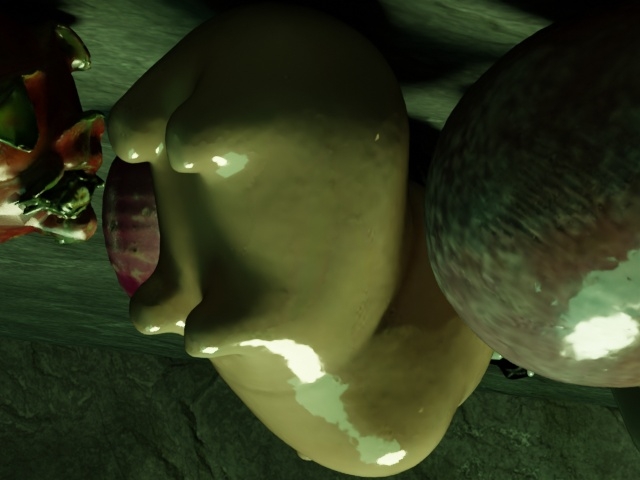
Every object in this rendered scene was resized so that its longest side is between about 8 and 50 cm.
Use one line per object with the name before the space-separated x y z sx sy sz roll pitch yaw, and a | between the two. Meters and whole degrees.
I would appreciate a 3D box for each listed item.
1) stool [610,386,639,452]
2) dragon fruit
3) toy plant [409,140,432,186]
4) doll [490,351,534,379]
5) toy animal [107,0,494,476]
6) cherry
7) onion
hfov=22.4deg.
stool | 0.393 0.115 1.560 0.232 0.232 0.141 1 168 36
dragon fruit | -0.271 -0.089 1.070 0.200 0.198 0.269 27 177 42
toy plant | 0.010 -0.007 1.282 0.235 0.218 0.175 0 149 -35
doll | 0.231 0.118 2.037 0.145 0.103 0.316 28 172 -19
toy animal | 0.000 0.000 1.052 0.269 0.326 0.237 -17 -152 -31
cherry | 0.174 -0.029 0.896 0.213 0.236 0.285 39 155 7
onion | -0.098 -0.003 1.412 0.201 0.200 0.207 8 165 3
